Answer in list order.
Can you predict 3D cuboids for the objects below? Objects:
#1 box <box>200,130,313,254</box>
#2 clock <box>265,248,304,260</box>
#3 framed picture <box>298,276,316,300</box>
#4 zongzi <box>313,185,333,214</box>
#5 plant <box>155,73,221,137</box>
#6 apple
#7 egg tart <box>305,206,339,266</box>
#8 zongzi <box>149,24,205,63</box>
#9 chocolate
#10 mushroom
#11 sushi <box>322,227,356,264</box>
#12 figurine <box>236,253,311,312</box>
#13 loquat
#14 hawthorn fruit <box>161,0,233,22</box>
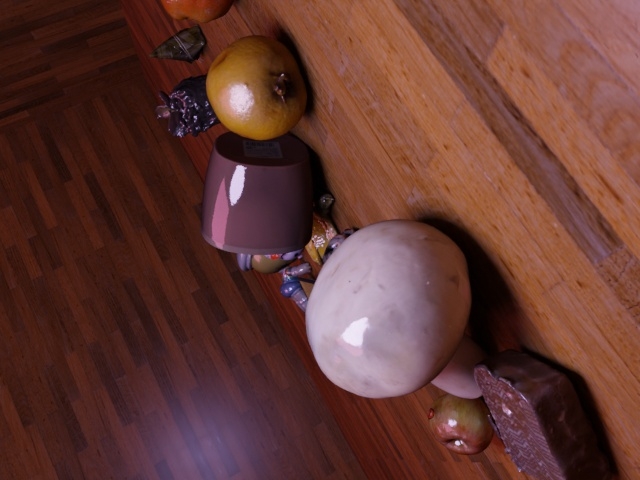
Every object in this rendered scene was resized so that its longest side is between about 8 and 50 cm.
[{"bbox_3d":[-0.146,-0.127,1.328,0.301,0.301,0.216,45,136,49],"label":"box"},{"bbox_3d":[-0.138,-0.043,1.712,0.253,0.189,0.189,60,166,-11],"label":"clock"},{"bbox_3d":[0.053,0.240,1.722,0.339,0.014,0.255,6,122,63],"label":"framed picture"},{"bbox_3d":[0.004,-0.113,1.351,0.076,0.040,0.083,119,141,-64],"label":"zongzi"},{"bbox_3d":[-0.429,-0.451,1.854,0.204,0.234,0.178,-124,21,-47],"label":"plant"},{"bbox_3d":[0.274,0.350,1.069,0.126,0.102,0.126,16,139,14],"label":"apple"},{"bbox_3d":[0.000,0.000,1.475,0.191,0.074,0.191,58,165,26],"label":"egg tart"},{"bbox_3d":[-0.465,-0.600,1.784,0.084,0.184,0.187,60,166,-5],"label":"zongzi"},{"bbox_3d":[0.317,0.256,0.798,0.214,0.093,0.148,66,164,-13],"label":"chocolate"},{"bbox_3d":[0.150,0.134,0.902,0.336,0.314,0.314,34,178,-24],"label":"mushroom"},{"bbox_3d":[0.102,0.108,1.195,0.332,0.130,0.124,51,161,40],"label":"sushi"},{"bbox_3d":[-0.146,0.092,1.894,0.381,0.205,0.224,51,169,11],"label":"figurine"},{"bbox_3d":[-0.129,-0.310,1.136,0.208,0.208,0.208,56,164,26],"label":"loquat"},{"bbox_3d":[-0.277,-0.576,1.224,0.189,0.189,0.189,56,164,26],"label":"hawthorn fruit"}]
